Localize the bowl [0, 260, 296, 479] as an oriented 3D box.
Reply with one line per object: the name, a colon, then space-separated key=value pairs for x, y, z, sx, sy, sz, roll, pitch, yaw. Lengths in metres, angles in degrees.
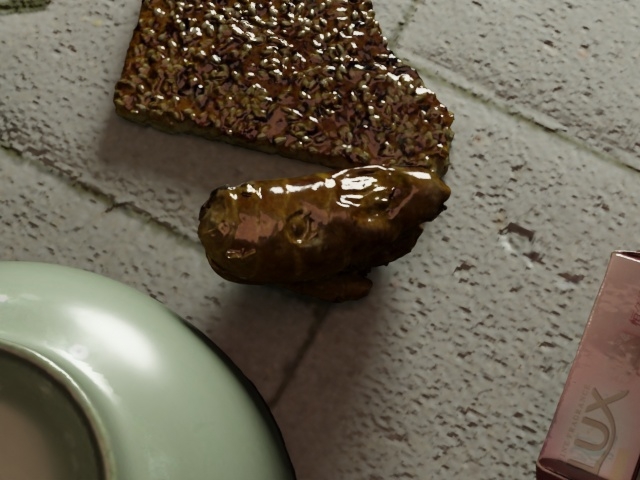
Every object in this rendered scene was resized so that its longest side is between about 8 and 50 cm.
bowl: x=-0.187 y=0.161 z=0.837 sx=0.354 sy=0.185 sz=0.354 roll=0 pitch=71 yaw=1

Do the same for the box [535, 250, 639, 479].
box: x=0.179 y=0.093 z=0.889 sx=0.060 sy=0.111 sz=0.156 roll=19 pitch=71 yaw=16

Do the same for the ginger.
ginger: x=0.000 y=0.000 z=0.937 sx=0.162 sy=0.103 sz=0.073 roll=-8 pitch=75 yaw=-11

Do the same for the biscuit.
biscuit: x=-0.017 y=-0.120 z=1.014 sx=0.237 sy=0.026 sz=0.131 roll=13 pitch=73 yaw=7
